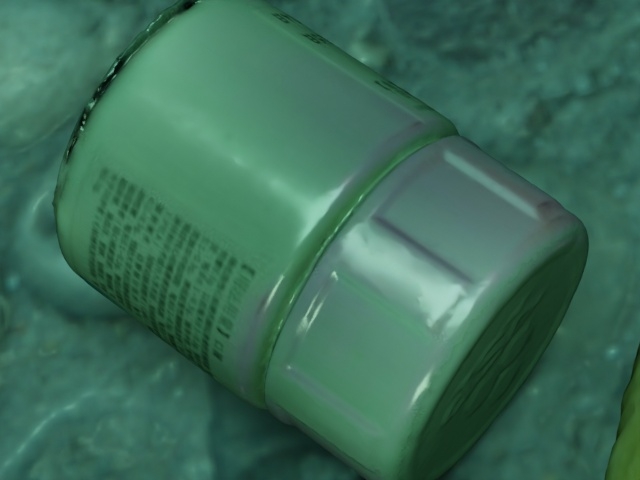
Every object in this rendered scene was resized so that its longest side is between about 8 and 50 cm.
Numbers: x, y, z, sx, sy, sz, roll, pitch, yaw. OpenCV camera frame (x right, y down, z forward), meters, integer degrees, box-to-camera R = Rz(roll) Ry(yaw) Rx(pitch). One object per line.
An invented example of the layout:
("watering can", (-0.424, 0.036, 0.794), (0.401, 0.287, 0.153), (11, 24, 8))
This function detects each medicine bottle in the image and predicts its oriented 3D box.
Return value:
("medicine bottle", (0.000, 0.000, 0.682), (0.168, 0.135, 0.135), (34, 73, 20))

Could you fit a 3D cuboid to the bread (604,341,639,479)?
("bread", (0.205, 0.119, 0.512), (0.237, 0.320, 0.320), (-6, 63, 26))
